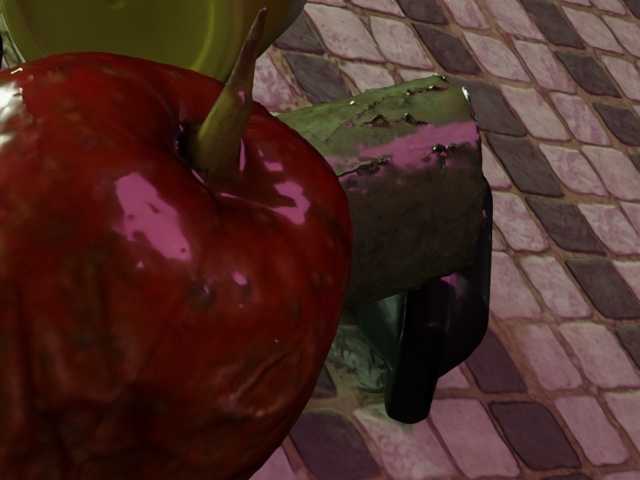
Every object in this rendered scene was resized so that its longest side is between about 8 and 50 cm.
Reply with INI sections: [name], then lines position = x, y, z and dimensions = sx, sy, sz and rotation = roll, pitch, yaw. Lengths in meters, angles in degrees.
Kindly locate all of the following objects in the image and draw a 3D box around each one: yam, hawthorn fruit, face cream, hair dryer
[yam]
position = -0.029, -0.016, 1.367
dimensions = 0.304, 0.168, 0.168
rotation = -18, 58, -16
[hawthorn fruit]
position = -0.113, 0.032, 0.923
dimensions = 0.258, 0.261, 0.258
rotation = 10, 76, -45
[face cream]
position = -0.132, -0.226, 1.532
dimensions = 0.218, 0.218, 0.179
rotation = 41, 32, -1
[hair dryer]
position = 0.000, 0.000, 1.529
dimensions = 0.302, 0.116, 0.244
rotation = 22, 34, -9

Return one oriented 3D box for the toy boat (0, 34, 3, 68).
[toy boat]
position = -0.375, -0.179, 1.341
dimensions = 0.299, 0.092, 0.134
rotation = 34, 65, -26
